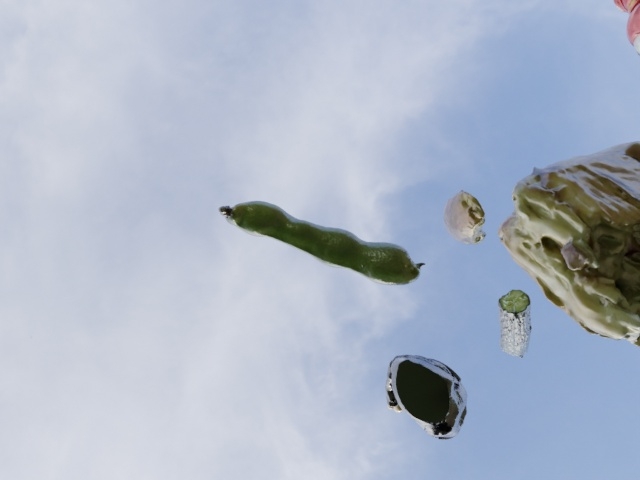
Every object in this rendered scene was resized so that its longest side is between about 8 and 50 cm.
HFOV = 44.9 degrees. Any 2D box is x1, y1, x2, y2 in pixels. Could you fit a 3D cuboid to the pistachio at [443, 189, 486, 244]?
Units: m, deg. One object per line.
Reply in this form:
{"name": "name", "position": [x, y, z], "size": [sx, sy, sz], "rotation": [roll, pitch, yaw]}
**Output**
{"name": "pistachio", "position": [0.235, -0.030, 1.277], "size": [0.049, 0.173, 0.090], "rotation": [-34, -95, -2]}

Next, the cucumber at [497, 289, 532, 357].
{"name": "cucumber", "position": [0.335, 0.146, 1.326], "size": [0.058, 0.187, 0.058], "rotation": [-6, -121, 11]}

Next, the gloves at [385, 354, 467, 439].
{"name": "gloves", "position": [0.172, 0.252, 1.256], "size": [0.124, 0.203, 0.164], "rotation": [-42, -97, 4]}

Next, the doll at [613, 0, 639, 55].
{"name": "doll", "position": [0.646, -0.382, 1.382], "size": [0.182, 0.160, 0.363], "rotation": [-17, -117, -39]}

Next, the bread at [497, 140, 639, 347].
{"name": "bread", "position": [0.406, 0.026, 0.859], "size": [0.369, 0.192, 0.314], "rotation": [-21, -129, -34]}

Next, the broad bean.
{"name": "broad bean", "position": [0.001, 0.000, 0.937], "size": [0.256, 0.053, 0.052], "rotation": [20, -91, 5]}
